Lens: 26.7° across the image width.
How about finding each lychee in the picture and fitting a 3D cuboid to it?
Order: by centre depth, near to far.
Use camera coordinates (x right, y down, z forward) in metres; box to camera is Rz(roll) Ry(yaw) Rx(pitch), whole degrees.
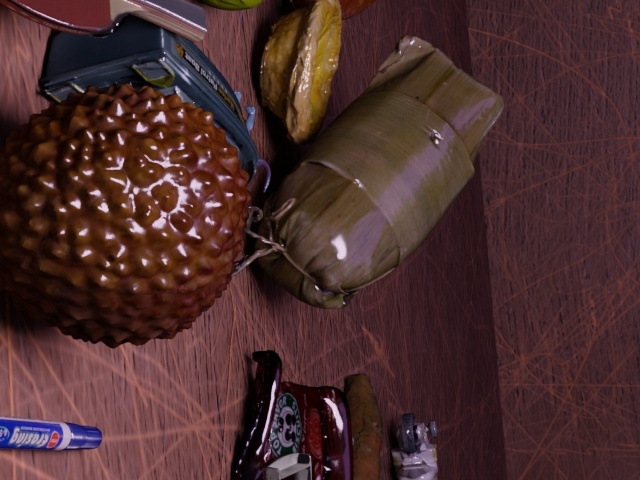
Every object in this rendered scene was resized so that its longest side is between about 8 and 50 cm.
[{"bbox_3d":[-0.142,-0.018,0.985,0.238,0.200,0.200,8,77,-52],"label":"lychee"}]

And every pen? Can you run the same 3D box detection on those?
[{"bbox_3d":[-0.211,0.143,0.993,0.204,0.025,0.025,31,57,-71],"label":"pen"}]

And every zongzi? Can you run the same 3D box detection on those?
[{"bbox_3d":[0.000,0.000,1.625,0.447,0.181,0.418,-47,179,-33],"label":"zongzi"}]

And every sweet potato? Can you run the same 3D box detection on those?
[{"bbox_3d":[0.049,0.283,1.793,0.273,0.075,0.075,-77,157,-52],"label":"sweet potato"}]

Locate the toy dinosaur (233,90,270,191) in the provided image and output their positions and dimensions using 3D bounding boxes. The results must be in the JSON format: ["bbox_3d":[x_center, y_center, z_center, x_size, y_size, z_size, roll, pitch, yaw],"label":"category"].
[{"bbox_3d":[-0.098,-0.111,1.433,0.197,0.045,0.080,45,56,-56],"label":"toy dinosaur"}]

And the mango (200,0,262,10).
[{"bbox_3d":[-0.091,-0.300,1.407,0.178,0.100,0.119,-33,115,-81],"label":"mango"}]

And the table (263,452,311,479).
[{"bbox_3d":[-0.038,0.325,1.410,0.146,0.062,0.175,-12,103,-58],"label":"table"}]

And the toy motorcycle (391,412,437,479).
[{"bbox_3d":[0.151,0.366,2.122,0.229,0.074,0.151,76,11,-60],"label":"toy motorcycle"}]

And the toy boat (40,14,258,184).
[{"bbox_3d":[-0.129,-0.098,1.184,0.296,0.114,0.122,49,34,-63],"label":"toy boat"}]

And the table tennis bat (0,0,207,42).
[{"bbox_3d":[-0.179,-0.200,1.006,0.220,0.019,0.130,19,49,-36],"label":"table tennis bat"}]

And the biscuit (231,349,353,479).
[{"bbox_3d":[-0.032,0.218,1.531,0.235,0.063,0.151,36,51,-60],"label":"biscuit"}]

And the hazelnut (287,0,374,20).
[{"bbox_3d":[0.013,-0.345,1.738,0.154,0.143,0.143,-100,176,-59],"label":"hazelnut"}]

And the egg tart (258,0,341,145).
[{"bbox_3d":[-0.024,-0.210,1.618,0.191,0.074,0.191,12,90,-79],"label":"egg tart"}]
